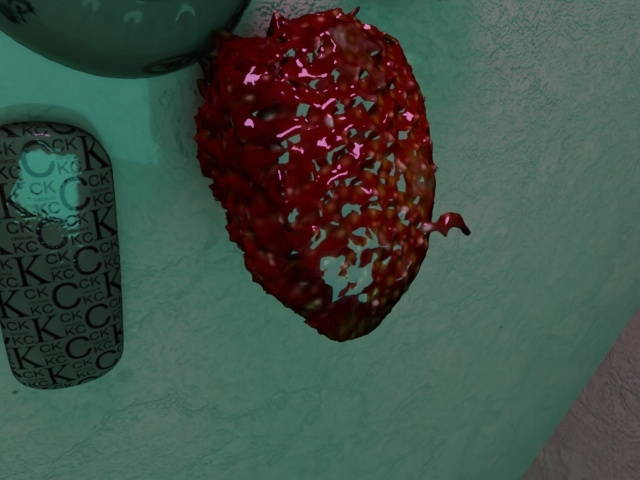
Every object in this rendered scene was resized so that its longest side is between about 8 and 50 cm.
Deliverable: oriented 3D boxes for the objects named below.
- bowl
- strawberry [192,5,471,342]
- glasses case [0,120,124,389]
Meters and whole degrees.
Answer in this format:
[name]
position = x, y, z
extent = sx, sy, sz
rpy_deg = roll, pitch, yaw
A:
[bowl]
position = -0.172, -0.303, 0.400
extent = 0.337, 0.157, 0.337
rpy_deg = -16, 125, -25
[strawberry]
position = 0.024, -0.079, 0.522
extent = 0.292, 0.343, 0.292
rpy_deg = -28, 164, -9
[glasses case]
position = -0.318, 0.035, 0.555
extent = 0.137, 0.085, 0.355
rpy_deg = -7, 121, -30
